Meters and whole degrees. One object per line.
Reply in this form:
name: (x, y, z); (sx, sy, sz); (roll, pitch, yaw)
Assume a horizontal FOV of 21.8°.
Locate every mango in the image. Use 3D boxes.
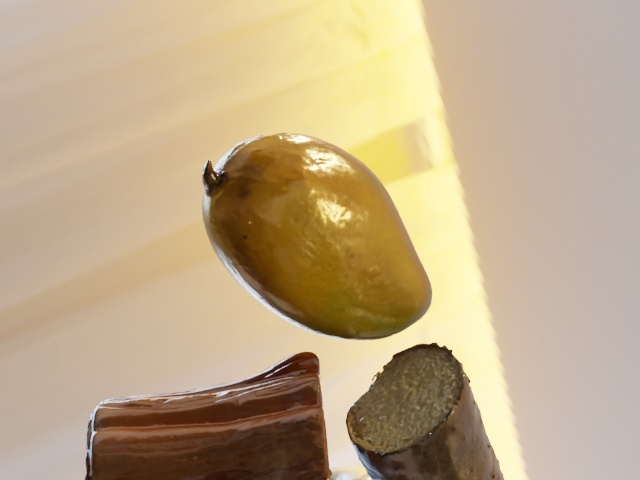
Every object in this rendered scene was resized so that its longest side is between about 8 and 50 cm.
mango: (0.000, 0.000, 1.674); (0.317, 0.176, 0.119); (40, -16, -32)

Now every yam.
yam: (0.114, 0.222, 1.635); (0.128, 0.129, 0.238); (-109, 175, -47)

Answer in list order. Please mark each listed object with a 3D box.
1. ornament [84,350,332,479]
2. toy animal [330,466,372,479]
ornament: (-0.098, 0.225, 1.540); (0.221, 0.218, 0.235); (86, -1, -59)
toy animal: (0.043, 0.365, 1.818); (0.267, 0.212, 0.212); (37, -45, 29)
